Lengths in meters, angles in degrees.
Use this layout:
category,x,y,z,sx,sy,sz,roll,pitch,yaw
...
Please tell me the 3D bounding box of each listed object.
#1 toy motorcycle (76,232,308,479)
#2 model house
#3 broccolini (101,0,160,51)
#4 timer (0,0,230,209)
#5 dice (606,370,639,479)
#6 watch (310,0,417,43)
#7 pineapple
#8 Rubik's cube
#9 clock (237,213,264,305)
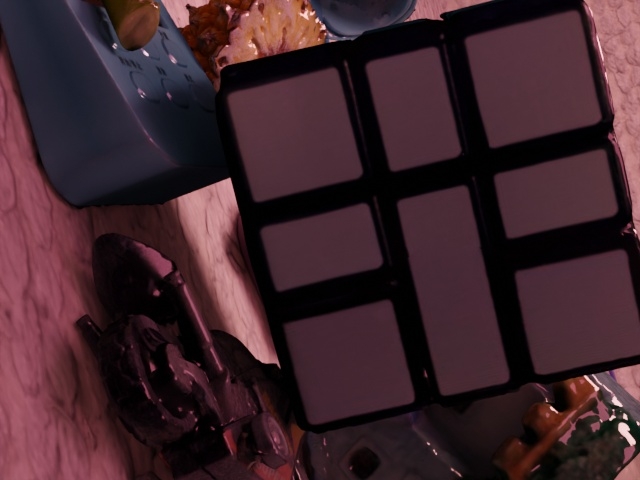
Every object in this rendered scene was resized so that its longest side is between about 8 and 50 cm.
category,x,y,z,sx,sy,sz,roll,pitch,yaw
toy motorcycle,-0.079,0.131,0.917,0.307,0.108,0.173,55,14,-42
model house,0.119,0.169,1.230,0.329,0.295,0.252,48,17,15
broccolini,-0.169,-0.298,1.009,0.079,0.074,0.392,30,29,-46
timer,-0.162,-0.157,0.975,0.250,0.091,0.232,69,16,2
dice,0.267,0.232,1.649,0.304,0.277,0.304,-27,95,-76
watch,0.034,-0.343,1.643,0.211,0.193,0.211,-18,90,-72
pineapple,-0.090,-0.171,1.175,0.176,0.137,0.161,31,81,-53
Rubik's cube,0.088,-0.037,0.987,0.288,0.283,0.293,-65,139,-80
clock,-0.037,0.031,1.249,0.110,0.050,0.152,-64,133,-68
